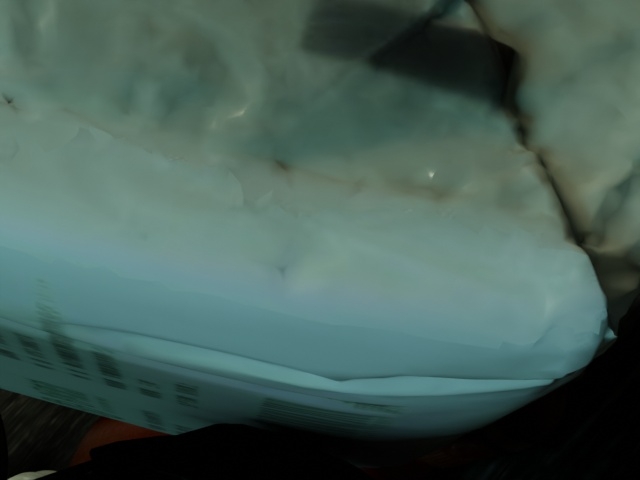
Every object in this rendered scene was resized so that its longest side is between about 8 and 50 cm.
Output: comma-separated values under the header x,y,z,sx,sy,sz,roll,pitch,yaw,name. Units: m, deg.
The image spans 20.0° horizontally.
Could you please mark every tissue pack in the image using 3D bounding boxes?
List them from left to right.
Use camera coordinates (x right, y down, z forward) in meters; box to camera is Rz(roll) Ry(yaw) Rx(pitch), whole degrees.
x,y,z,sx,sy,sz,roll,pitch,yaw,name
-0.047,-0.052,0.531,0.356,0.266,0.194,118,166,-79,tissue pack

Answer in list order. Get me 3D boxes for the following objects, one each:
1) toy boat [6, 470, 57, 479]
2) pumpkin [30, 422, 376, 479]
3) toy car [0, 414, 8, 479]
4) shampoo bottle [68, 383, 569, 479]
x,y,z,sx,sy,sz,roll,pitch,yaw,name
-0.179,0.221,0.773,0.269,0.141,0.141,-38,25,5,toy boat
-0.035,0.201,0.470,0.296,0.296,0.296,-37,26,22,pumpkin
-0.322,0.133,1.055,0.341,0.271,0.240,-33,8,23,toy car
-0.010,0.086,0.797,0.260,0.064,0.102,-23,34,42,shampoo bottle
